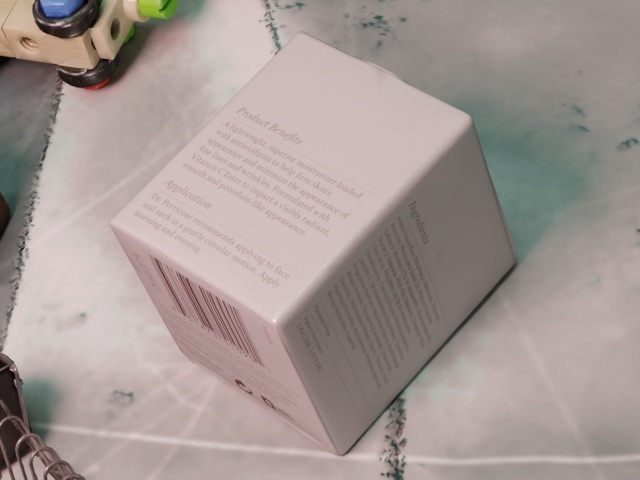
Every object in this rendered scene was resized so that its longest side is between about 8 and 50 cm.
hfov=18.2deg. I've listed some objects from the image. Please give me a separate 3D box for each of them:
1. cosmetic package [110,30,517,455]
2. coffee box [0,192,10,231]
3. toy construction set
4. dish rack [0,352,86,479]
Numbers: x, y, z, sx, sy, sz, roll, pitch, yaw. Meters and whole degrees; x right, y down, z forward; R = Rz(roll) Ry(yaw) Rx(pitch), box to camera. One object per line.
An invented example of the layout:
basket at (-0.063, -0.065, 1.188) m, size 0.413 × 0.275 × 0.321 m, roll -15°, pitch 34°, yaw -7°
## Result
cosmetic package at (0.000, 0.000, 1.245) m, size 0.151 × 0.151 × 0.184 m, roll 31°, pitch 67°, yaw 35°
coffee box at (-0.395, -0.004, 1.408) m, size 0.297 × 0.119 × 0.168 m, roll 5°, pitch 53°, yaw 23°
toy construction set at (-0.209, -0.233, 1.525) m, size 0.327 × 0.151 × 0.215 m, roll 0°, pitch 51°, yaw 33°
dish rack at (-0.222, 0.181, 1.172) m, size 0.208 × 0.074 × 0.271 m, roll -32°, pitch 29°, yaw -18°
